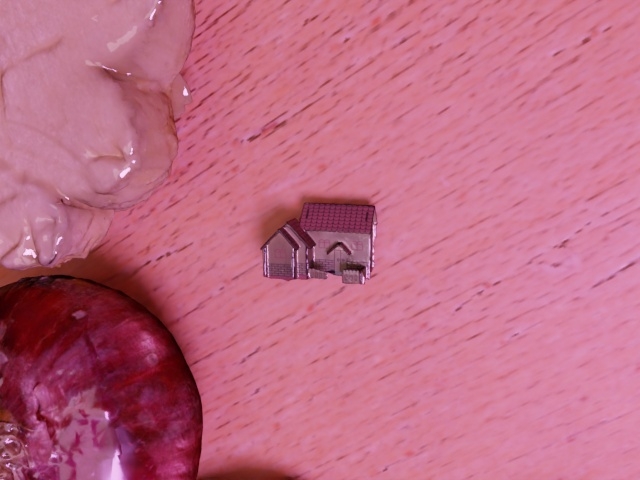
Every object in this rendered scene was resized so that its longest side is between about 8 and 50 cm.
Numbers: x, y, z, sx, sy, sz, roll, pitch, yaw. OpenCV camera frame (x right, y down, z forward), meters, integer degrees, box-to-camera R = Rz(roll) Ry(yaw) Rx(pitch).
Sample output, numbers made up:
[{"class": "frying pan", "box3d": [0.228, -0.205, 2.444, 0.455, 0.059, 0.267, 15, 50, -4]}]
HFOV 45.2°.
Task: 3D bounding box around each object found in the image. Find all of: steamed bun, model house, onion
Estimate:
[{"class": "steamed bun", "box3d": [-0.213, -0.130, 0.607, 0.292, 0.137, 0.296, -29, 82, 20]}, {"class": "model house", "box3d": [0.000, 0.000, 0.610, 0.083, 0.057, 0.058, 5, 103, 15]}, {"class": "onion", "box3d": [-0.207, 0.150, 0.617, 0.246, 0.190, 0.247, -4, 78, 22]}]
